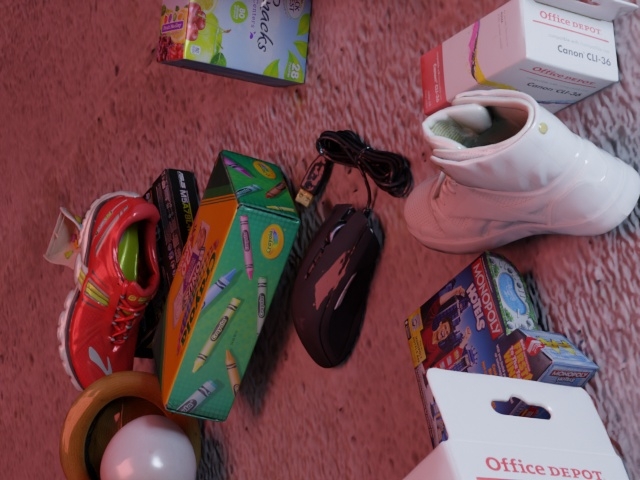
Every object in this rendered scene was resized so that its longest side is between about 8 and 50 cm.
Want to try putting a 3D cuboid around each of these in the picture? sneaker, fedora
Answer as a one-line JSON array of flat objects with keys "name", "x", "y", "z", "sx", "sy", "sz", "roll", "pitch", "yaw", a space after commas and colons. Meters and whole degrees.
[{"name": "sneaker", "x": -0.261, "y": 0.076, "z": 2.281, "sx": 0.118, "sy": 0.107, "sz": 0.279, "roll": 8, "pitch": 94, "yaw": 48}, {"name": "sneaker", "x": 0.143, "y": -0.073, "z": 1.675, "sx": 0.292, "sy": 0.169, "sz": 0.108, "roll": -10, "pitch": 52, "yaw": 53}, {"name": "fedora", "x": -0.237, "y": 0.259, "z": 2.264, "sx": 0.079, "sy": 0.194, "sz": 0.194, "roll": -28, "pitch": -51, "yaw": -84}]

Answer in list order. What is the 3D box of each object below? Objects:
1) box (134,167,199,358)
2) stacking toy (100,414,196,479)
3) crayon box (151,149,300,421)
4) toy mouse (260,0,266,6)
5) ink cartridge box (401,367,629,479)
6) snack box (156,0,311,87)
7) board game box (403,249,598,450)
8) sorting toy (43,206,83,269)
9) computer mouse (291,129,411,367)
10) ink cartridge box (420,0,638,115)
[{"name": "box", "x": -0.212, "y": 0.031, "z": 2.343, "sx": 0.184, "sy": 0.045, "sz": 0.191, "roll": -48, "pitch": 47, "yaw": 45}, {"name": "stacking toy", "x": -0.219, "y": 0.432, "z": 2.083, "sx": 0.350, "sy": 0.350, "sz": 0.480, "roll": -30, "pitch": 43, "yaw": 51}, {"name": "crayon box", "x": -0.116, "y": 0.054, "z": 2.116, "sx": 0.165, "sy": 0.081, "sz": 0.278, "roll": -114, "pitch": 41, "yaw": -63}, {"name": "toy mouse", "x": -0.059, "y": -0.333, "z": 1.877, "sx": 0.143, "sy": 0.031, "sz": 0.161, "roll": 39, "pitch": 116, "yaw": 53}, {"name": "ink cartridge box", "x": 0.182, "y": 0.292, "z": 1.515, "sx": 0.119, "sy": 0.207, "sz": 0.353, "roll": -50, "pitch": 43, "yaw": 38}, {"name": "snack box", "x": -0.096, "y": -0.299, "z": 2.114, "sx": 0.070, "sy": 0.174, "sz": 0.207, "roll": 1, "pitch": 83, "yaw": 54}, {"name": "board game box", "x": 0.174, "y": 0.119, "z": 1.705, "sx": 0.194, "sy": 0.060, "sz": 0.194, "roll": -43, "pitch": 49, "yaw": 43}, {"name": "sorting toy", "x": -0.358, "y": 0.006, "z": 2.581, "sx": 0.075, "sy": 0.045, "sz": 0.083, "roll": 44, "pitch": 119, "yaw": 44}, {"name": "computer mouse", "x": 0.000, "y": 0.000, "z": 2.002, "sx": 0.184, "sy": 0.060, "sz": 0.262, "roll": 41, "pitch": 117, "yaw": 52}, {"name": "ink cartridge box", "x": 0.198, "y": -0.170, "z": 1.679, "sx": 0.198, "sy": 0.115, "sz": 0.067, "roll": -28, "pitch": 59, "yaw": 52}]
